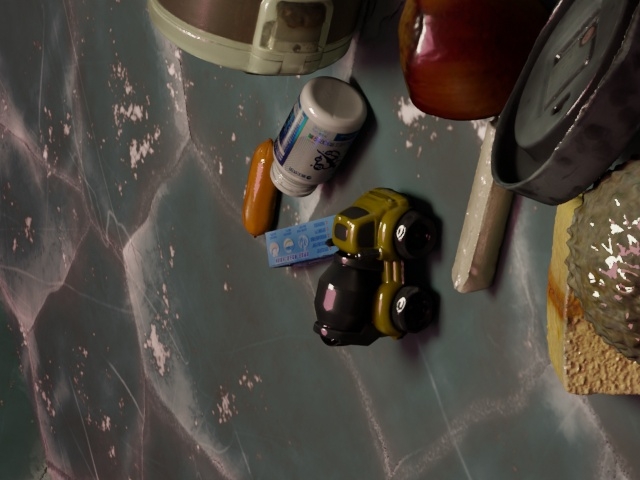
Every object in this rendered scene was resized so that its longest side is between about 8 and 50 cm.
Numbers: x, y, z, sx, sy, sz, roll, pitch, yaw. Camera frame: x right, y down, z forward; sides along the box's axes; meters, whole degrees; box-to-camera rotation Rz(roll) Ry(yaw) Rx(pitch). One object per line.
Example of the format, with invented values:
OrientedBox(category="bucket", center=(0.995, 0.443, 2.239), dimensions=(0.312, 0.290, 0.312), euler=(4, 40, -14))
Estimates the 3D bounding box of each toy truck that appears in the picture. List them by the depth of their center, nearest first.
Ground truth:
OrientedBox(category="toy truck", center=(0.067, 0.040, 2.007), dimensions=(0.147, 0.165, 0.224), euler=(26, 118, 53))

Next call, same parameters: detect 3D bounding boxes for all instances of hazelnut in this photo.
OrientedBox(category="hazelnut", center=(0.200, -0.249, 1.737), dimensions=(0.208, 0.208, 0.208), euler=(20, 114, 54))

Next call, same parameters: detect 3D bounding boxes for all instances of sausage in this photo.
OrientedBox(category="sausage", center=(-0.100, -0.084, 2.346), dimensions=(0.062, 0.054, 0.183), euler=(23, 117, 22))

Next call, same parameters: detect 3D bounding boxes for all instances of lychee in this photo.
OrientedBox(category="lychee", center=(0.386, 0.017, 1.444), dimensions=(0.274, 0.255, 0.255), euler=(-102, 15, -70))

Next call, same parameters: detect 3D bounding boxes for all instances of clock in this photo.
OrientedBox(category="clock", center=(0.296, -0.190, 1.519), dimensions=(0.325, 0.067, 0.325), euler=(-60, 11, 20))

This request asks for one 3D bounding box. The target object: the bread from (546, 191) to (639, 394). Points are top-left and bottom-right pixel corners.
OrientedBox(category="bread", center=(0.352, 0.052, 1.694), dimensions=(0.178, 0.135, 0.240), euler=(-89, 0, -74))

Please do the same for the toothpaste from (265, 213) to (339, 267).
OrientedBox(category="toothpaste", center=(0.000, 0.000, 2.212), dimensions=(0.272, 0.053, 0.066), euler=(-14, 81, 58))

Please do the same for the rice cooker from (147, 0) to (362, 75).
OrientedBox(category="rice cooker", center=(-0.077, -0.406, 1.980), dimensions=(0.335, 0.335, 0.325), euler=(48, 134, 41))

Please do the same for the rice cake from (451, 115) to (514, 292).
OrientedBox(category="rice cake", center=(0.226, -0.048, 1.840), dimensions=(0.052, 0.057, 0.256), euler=(-117, 32, -57))

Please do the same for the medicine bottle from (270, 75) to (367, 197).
OrientedBox(category="medicine bottle", center=(-0.009, -0.156, 2.134), dimensions=(0.107, 0.107, 0.191), euler=(62, 143, 27))
